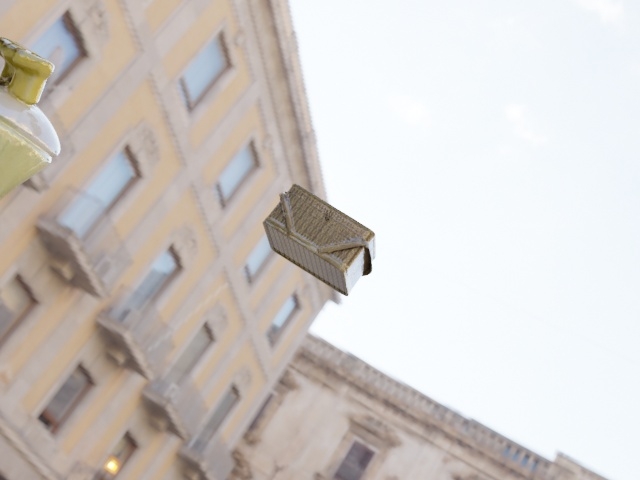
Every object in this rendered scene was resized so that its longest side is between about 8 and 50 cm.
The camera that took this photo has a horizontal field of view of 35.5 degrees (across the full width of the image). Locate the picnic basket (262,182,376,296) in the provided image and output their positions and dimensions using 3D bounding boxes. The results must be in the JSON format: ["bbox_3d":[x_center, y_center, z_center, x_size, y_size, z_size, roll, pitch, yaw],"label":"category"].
[{"bbox_3d":[0.000,0.000,1.490,0.164,0.079,0.115,32,-16,17],"label":"picnic basket"}]

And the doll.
[{"bbox_3d":[-0.339,-0.048,0.898,0.117,0.296,0.141,44,-9,-37],"label":"doll"}]
